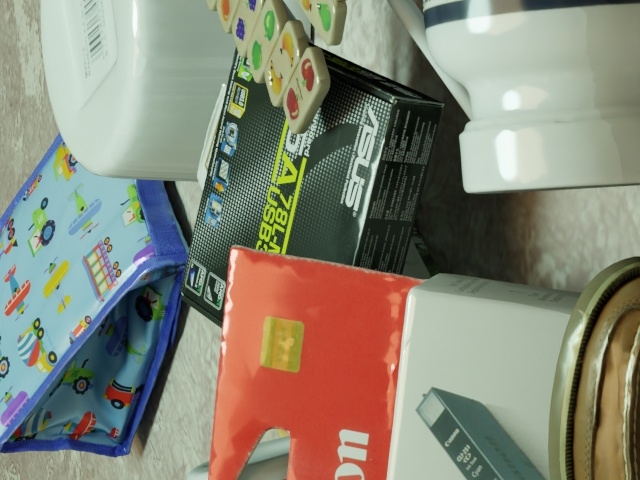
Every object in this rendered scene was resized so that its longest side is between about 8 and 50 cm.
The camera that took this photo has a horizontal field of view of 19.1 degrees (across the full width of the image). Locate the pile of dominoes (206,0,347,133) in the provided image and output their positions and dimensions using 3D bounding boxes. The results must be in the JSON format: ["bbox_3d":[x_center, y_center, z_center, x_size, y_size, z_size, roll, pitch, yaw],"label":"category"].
[{"bbox_3d":[-0.046,-0.191,1.141,0.251,0.040,0.196,-121,34,-49],"label":"pile of dominoes"}]

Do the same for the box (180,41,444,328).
[{"bbox_3d":[-0.011,-0.021,1.185,0.184,0.045,0.190,34,114,54],"label":"box"}]

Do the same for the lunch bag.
[{"bbox_3d":[-0.213,0.022,1.753,0.293,0.138,0.221,-60,38,37],"label":"lunch bag"}]

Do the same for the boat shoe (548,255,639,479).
[{"bbox_3d":[0.187,0.161,0.929,0.104,0.111,0.307,21,122,59],"label":"boat shoe"}]

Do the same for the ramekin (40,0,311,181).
[{"bbox_3d":[-0.124,-0.175,1.497,0.277,0.135,0.277,176,90,-65],"label":"ramekin"}]

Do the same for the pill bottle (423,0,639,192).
[{"bbox_3d":[0.124,-0.157,0.945,0.153,0.153,0.264,179,86,-65],"label":"pill bottle"}]

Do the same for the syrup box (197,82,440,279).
[{"bbox_3d":[0.000,0.000,1.305,0.096,0.093,0.237,110,146,-41],"label":"syrup box"}]

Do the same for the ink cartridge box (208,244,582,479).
[{"bbox_3d":[0.047,0.166,1.047,0.066,0.261,0.296,-20,-64,-71],"label":"ink cartridge box"}]

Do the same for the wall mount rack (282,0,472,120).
[{"bbox_3d":[0.033,-0.191,1.171,0.350,0.131,0.304,-164,75,-68],"label":"wall mount rack"}]

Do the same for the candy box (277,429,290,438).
[{"bbox_3d":[-0.022,0.057,1.410,0.186,0.053,0.109,-117,33,-43],"label":"candy box"}]

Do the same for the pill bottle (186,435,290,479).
[{"bbox_3d":[-0.009,0.214,1.164,0.108,0.108,0.180,-12,93,65],"label":"pill bottle"}]
